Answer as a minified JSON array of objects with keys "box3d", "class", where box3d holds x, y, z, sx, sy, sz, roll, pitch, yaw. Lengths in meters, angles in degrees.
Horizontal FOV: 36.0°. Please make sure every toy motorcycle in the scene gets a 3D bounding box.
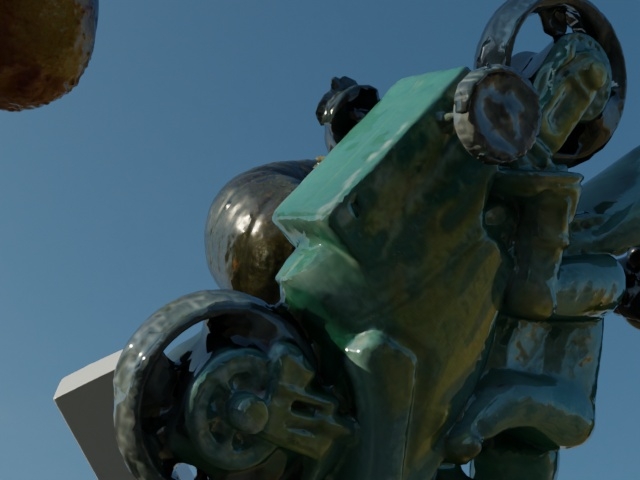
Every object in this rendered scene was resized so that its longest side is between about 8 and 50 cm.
[{"box3d":[0.065,0.026,0.426,0.198,0.296,0.109,50,-21,-22],"class":"toy motorcycle"}]

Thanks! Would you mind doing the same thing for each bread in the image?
[{"box3d":[-0.194,-0.192,0.508,0.139,0.095,0.269,-20,-86,46],"class":"bread"}]

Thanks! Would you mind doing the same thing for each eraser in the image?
[{"box3d":[-0.171,0.265,1.028,0.076,0.078,0.298,-27,-79,-3],"class":"eraser"}]

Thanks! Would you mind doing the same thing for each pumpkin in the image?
[{"box3d":[0.000,0.000,0.912,0.223,0.224,0.157,7,-75,0],"class":"pumpkin"}]

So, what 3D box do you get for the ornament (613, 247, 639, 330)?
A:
[{"box3d":[0.231,0.087,0.548,0.203,0.088,0.081,38,-64,4],"class":"ornament"}]
